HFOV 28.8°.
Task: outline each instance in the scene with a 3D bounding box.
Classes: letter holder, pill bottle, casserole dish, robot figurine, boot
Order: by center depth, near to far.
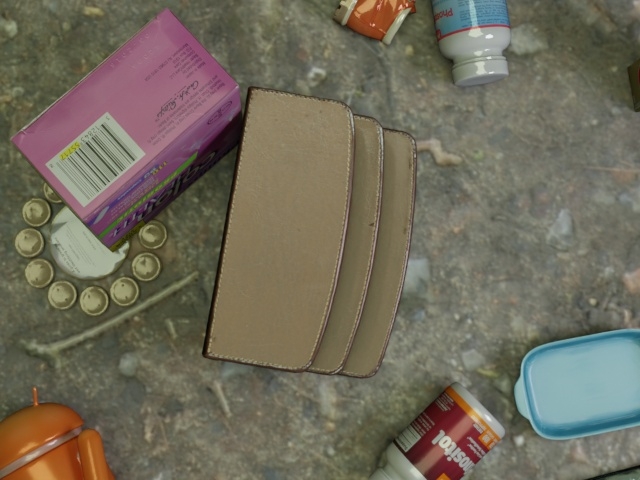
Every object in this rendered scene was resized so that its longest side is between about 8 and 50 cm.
[{"bbox_3d":[-0.300,0.278,1.420,0.128,0.158,0.219,-28,86,-18],"label":"robot figurine"},{"bbox_3d":[0.000,0.000,1.423,0.214,0.152,0.302,10,86,0],"label":"letter holder"},{"bbox_3d":[0.132,0.243,1.435,0.152,0.086,0.086,-45,87,-1],"label":"pill bottle"},{"bbox_3d":[0.318,0.167,1.461,0.188,0.037,0.114,-11,86,0],"label":"casserole dish"},{"bbox_3d":[0.176,-0.266,1.467,0.087,0.087,0.160,-9,86,1],"label":"pill bottle"},{"bbox_3d":[0.089,-0.312,1.490,0.084,0.059,0.158,30,96,0],"label":"boot"}]

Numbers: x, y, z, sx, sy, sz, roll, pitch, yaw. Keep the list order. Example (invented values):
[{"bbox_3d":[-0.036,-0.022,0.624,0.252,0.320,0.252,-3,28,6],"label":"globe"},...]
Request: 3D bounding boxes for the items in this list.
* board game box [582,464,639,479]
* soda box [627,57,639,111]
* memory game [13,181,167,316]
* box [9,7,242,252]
[{"bbox_3d":[0.390,0.323,1.454,0.186,0.026,0.126,-15,86,0],"label":"board game box"},{"bbox_3d":[0.402,-0.190,1.410,0.061,0.181,0.058,-9,87,0],"label":"soda box"},{"bbox_3d":[-0.275,-0.001,1.496,0.186,0.012,0.186,0,86,1],"label":"memory game"},{"bbox_3d":[-0.202,-0.112,1.377,0.213,0.243,0.117,-42,86,-8],"label":"box"}]
